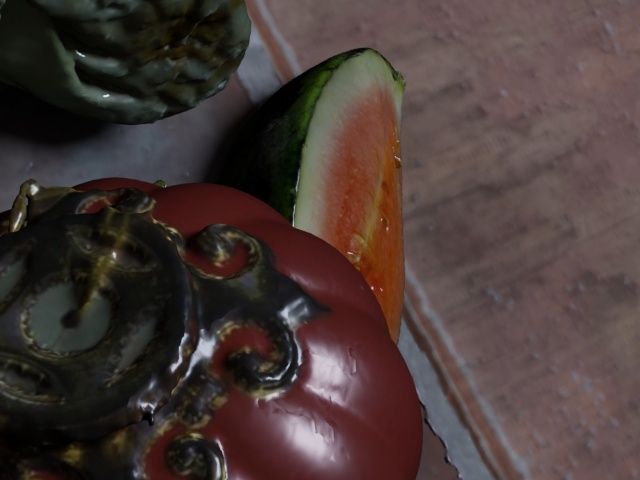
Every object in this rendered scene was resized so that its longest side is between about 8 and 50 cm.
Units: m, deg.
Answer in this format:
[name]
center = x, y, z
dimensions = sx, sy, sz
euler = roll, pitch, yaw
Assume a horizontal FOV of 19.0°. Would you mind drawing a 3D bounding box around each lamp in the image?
[lamp]
center = -0.072, 0.084, 0.744
dimensions = 0.227, 0.227, 0.227
euler = 16, 60, -29

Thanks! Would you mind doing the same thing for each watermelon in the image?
[watermelon]
center = 0.005, -0.001, 0.935
dimensions = 0.119, 0.063, 0.245
euler = 32, 51, -36

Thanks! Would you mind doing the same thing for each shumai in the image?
[shumai]
center = -0.130, -0.103, 0.838
dimensions = 0.142, 0.184, 0.184
euler = -45, 98, -16

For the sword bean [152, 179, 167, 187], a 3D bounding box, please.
[sword bean]
center = -0.099, -0.004, 0.886
dimensions = 0.012, 0.012, 0.083
euler = 50, 51, -5
